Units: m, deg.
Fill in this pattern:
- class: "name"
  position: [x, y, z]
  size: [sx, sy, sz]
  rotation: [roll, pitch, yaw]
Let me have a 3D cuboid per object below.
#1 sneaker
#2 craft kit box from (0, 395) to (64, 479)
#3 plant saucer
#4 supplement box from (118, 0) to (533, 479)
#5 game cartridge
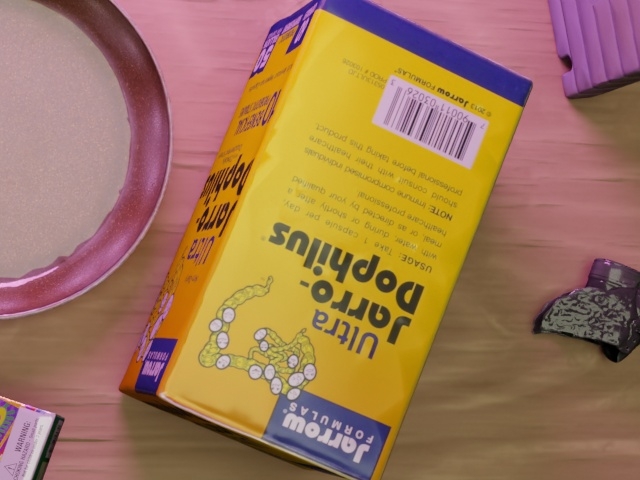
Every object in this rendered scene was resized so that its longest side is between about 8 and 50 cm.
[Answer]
- class: "sneaker"
  position: [0.287, 0.077, 1.567]
  size: [0.170, 0.051, 0.089]
  rotation: [24, 81, -8]
- class: "craft kit box"
  position: [-0.360, 0.216, 1.342]
  size: [0.246, 0.061, 0.250]
  rotation: [17, 81, 4]
- class: "plant saucer"
  position: [-0.279, -0.088, 1.418]
  size: [0.310, 0.050, 0.311]
  rotation: [1, 85, -16]
- class: "supplement box"
  position: [0.000, 0.000, 1.414]
  size: [0.195, 0.194, 0.357]
  rotation: [24, 80, -13]
- class: "game cartridge"
  position: [0.244, -0.313, 1.484]
  size: [0.068, 0.230, 0.355]
  rotation: [-10, 90, -16]
